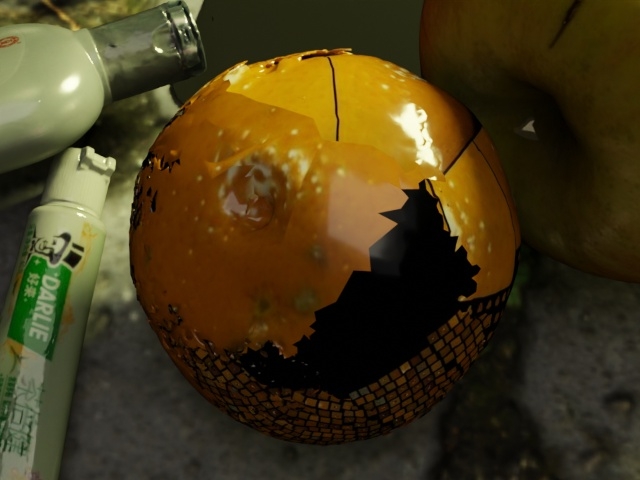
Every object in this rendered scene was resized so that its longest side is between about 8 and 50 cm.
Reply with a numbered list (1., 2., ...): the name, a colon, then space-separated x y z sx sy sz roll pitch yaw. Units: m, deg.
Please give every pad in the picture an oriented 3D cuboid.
1. pad: 0.011 -0.187 0.859 0.181 0.004 0.267 18 67 4

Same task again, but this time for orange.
1. orange: 0.000 0.000 0.667 0.234 0.182 0.234 -11 66 26

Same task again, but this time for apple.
1. apple: 0.201 -0.116 0.695 0.233 0.286 0.286 -30 71 -24

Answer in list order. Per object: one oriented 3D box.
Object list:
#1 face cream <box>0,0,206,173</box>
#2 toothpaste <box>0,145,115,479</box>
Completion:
1. face cream: -0.220 -0.091 0.751 0.291 0.071 0.144 -22 37 -12
2. toothpaste: -0.182 0.091 0.706 0.058 0.056 0.314 -12 60 40
